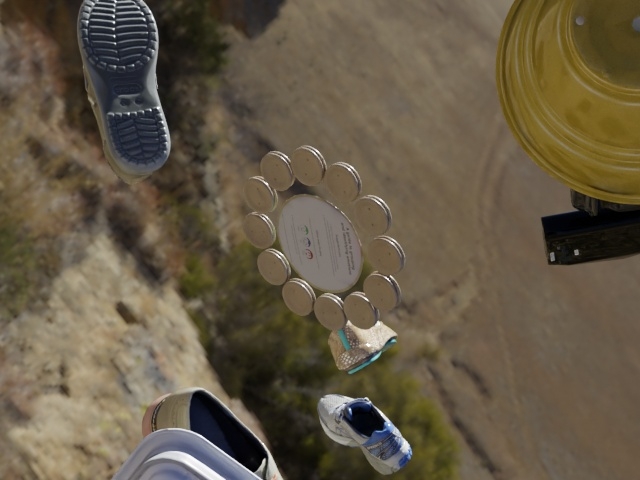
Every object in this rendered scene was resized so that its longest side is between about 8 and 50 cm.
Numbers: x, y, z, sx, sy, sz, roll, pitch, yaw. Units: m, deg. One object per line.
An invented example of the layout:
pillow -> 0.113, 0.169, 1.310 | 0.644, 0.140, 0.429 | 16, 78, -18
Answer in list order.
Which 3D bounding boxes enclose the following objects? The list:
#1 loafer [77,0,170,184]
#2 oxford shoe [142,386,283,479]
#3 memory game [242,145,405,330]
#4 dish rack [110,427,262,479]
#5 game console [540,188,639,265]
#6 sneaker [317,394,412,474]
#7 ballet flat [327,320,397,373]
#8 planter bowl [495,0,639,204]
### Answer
loafer -> -0.230, -0.172, 1.411 | 0.094, 0.087, 0.251 | 0, 63, -19
oxford shoe -> -0.103, 0.379, 1.762 | 0.140, 0.146, 0.397 | -41, 93, -32
memory game -> 0.000, 0.000, 1.127 | 0.012, 0.186, 0.186 | -34, 87, -43
dish rack -> -0.111, 0.384, 1.282 | 0.332, 0.286, 0.072 | 37, 19, -3
game console -> 0.395, -0.056, 1.625 | 0.361, 0.213, 0.044 | 63, 18, -65
sneaker -> 0.039, 0.177, 1.239 | 0.135, 0.052, 0.058 | 25, -32, 51
ballet flat -> 0.052, 0.120, 1.566 | 0.067, 0.073, 0.206 | 62, 6, 4
planter bowl -> 0.227, -0.141, 0.880 | 0.217, 0.217, 0.090 | 60, 7, 17
